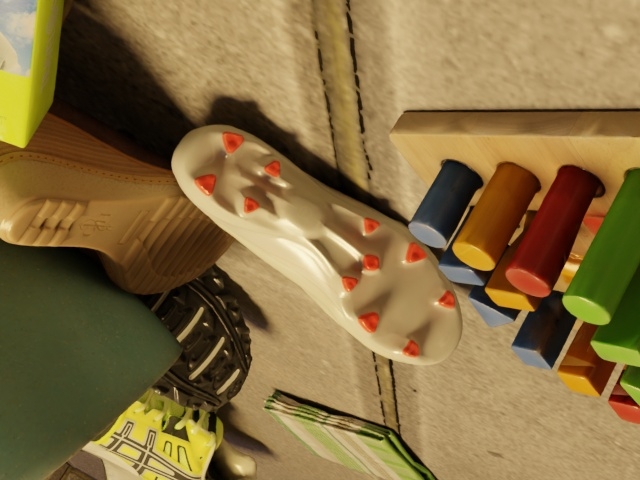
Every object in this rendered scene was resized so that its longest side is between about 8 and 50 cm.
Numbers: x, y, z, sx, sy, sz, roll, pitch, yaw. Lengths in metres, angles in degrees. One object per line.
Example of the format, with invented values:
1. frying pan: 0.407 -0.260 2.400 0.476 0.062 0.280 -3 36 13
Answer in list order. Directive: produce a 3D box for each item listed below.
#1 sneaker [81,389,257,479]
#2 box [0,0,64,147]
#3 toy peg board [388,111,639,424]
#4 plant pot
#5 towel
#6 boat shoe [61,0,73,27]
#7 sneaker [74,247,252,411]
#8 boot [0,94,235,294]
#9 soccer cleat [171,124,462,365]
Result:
1. sneaker: -0.186 0.171 1.260 0.147 0.145 0.385 -11 140 16
2. box: -0.172 -0.130 0.543 0.109 0.042 0.178 19 139 -3
3. toy peg board: 0.116 0.023 0.540 0.160 0.079 0.161 7 147 48
4. plant pot: -0.262 0.079 0.752 0.195 0.290 0.290 54 156 -5
5. towel: 0.029 0.189 1.113 0.152 0.023 0.113 9 152 40
6. boat shoe: -0.214 -0.155 0.619 0.178 0.064 0.060 33 157 -9
7. sneaker: -0.162 0.028 0.929 0.271 0.100 0.108 43 167 -12
8. boot: -0.168 -0.070 0.735 0.207 0.090 0.248 48 -167 24
9. soccer cleat: 0.000 0.000 0.680 0.196 0.068 0.076 38 173 -12
